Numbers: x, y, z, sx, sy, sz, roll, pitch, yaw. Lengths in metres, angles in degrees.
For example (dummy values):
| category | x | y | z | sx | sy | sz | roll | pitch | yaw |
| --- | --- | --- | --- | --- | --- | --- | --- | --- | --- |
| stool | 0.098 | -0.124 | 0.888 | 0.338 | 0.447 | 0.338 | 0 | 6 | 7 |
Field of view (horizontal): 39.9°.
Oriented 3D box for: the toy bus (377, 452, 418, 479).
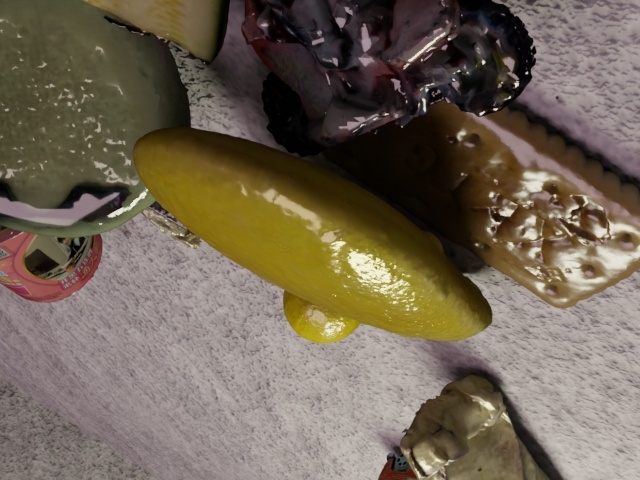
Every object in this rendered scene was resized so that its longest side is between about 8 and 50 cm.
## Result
| category | x | y | z | sx | sy | sz | roll | pitch | yaw |
| --- | --- | --- | --- | --- | --- | --- | --- | --- | --- |
| toy bus | 0.203 | 0.432 | 1.467 | 0.265 | 0.120 | 0.121 | -7 | 132 | 48 |

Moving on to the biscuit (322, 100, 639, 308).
| category | x | y | z | sx | sy | sz | roll | pitch | yaw |
| --- | --- | --- | --- | --- | --- | --- | --- | --- | --- |
| biscuit | 0.158 | -0.052 | 0.845 | 0.324 | 0.044 | 0.217 | 34 | 150 | -2 |

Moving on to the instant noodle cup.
| category | x | y | z | sx | sy | sz | roll | pitch | yaw |
| --- | --- | --- | --- | --- | --- | --- | --- | --- | --- |
| instant noodle cup | -0.441 | -0.029 | 1.297 | 0.243 | 0.244 | 0.255 | 21 | 156 | 19 |

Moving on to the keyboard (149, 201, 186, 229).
| category | x | y | z | sx | sy | sz | roll | pitch | yaw |
| --- | --- | --- | --- | --- | --- | --- | --- | --- | --- |
| keyboard | -0.283 | -0.129 | 1.117 | 0.317 | 0.027 | 0.106 | 31 | 109 | 3 |

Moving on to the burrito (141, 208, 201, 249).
| category | x | y | z | sx | sy | sz | roll | pitch | yaw |
| --- | --- | --- | --- | --- | --- | --- | --- | --- | --- |
| burrito | -0.235 | -0.078 | 1.178 | 0.229 | 0.063 | 0.058 | 47 | -172 | -12 |

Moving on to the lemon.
| category | x | y | z | sx | sy | sz | roll | pitch | yaw |
| --- | --- | --- | --- | --- | --- | --- | --- | --- | --- |
| lemon | 0.006 | 0.076 | 1.121 | 0.109 | 0.109 | 0.133 | 30 | 143 | 4 |

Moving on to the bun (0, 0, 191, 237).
| category | x | y | z | sx | sy | sz | roll | pitch | yaw |
| --- | --- | --- | --- | --- | --- | --- | --- | --- | --- |
| bun | -0.276 | -0.153 | 0.951 | 0.293 | 0.293 | 0.187 | 37 | -165 | -10 |

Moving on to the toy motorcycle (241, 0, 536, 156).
| category | x | y | z | sx | sy | sz | roll | pitch | yaw |
| --- | --- | --- | --- | --- | --- | --- | --- | --- | --- |
| toy motorcycle | 0.061 | -0.179 | 0.636 | 0.401 | 0.134 | 0.207 | -5 | 117 | 51 |

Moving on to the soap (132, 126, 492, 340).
| category | x | y | z | sx | sy | sz | roll | pitch | yaw |
| --- | --- | --- | --- | --- | --- | --- | --- | --- | --- |
| soap | -0.001 | 0.003 | 0.874 | 0.306 | 0.115 | 0.427 | 25 | 175 | 33 |

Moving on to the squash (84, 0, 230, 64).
| category | x | y | z | sx | sy | sz | roll | pitch | yaw |
| --- | --- | --- | --- | --- | --- | --- | --- | --- | --- |
| squash | -0.136 | -0.279 | 0.720 | 0.169 | 0.093 | 0.252 | 24 | 153 | 2 |

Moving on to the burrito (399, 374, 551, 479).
| category | x | y | z | sx | sy | sz | roll | pitch | yaw |
| --- | --- | --- | --- | --- | --- | --- | --- | --- | --- |
| burrito | 0.226 | 0.332 | 1.246 | 0.348 | 0.175 | 0.107 | 53 | 175 | -35 |
